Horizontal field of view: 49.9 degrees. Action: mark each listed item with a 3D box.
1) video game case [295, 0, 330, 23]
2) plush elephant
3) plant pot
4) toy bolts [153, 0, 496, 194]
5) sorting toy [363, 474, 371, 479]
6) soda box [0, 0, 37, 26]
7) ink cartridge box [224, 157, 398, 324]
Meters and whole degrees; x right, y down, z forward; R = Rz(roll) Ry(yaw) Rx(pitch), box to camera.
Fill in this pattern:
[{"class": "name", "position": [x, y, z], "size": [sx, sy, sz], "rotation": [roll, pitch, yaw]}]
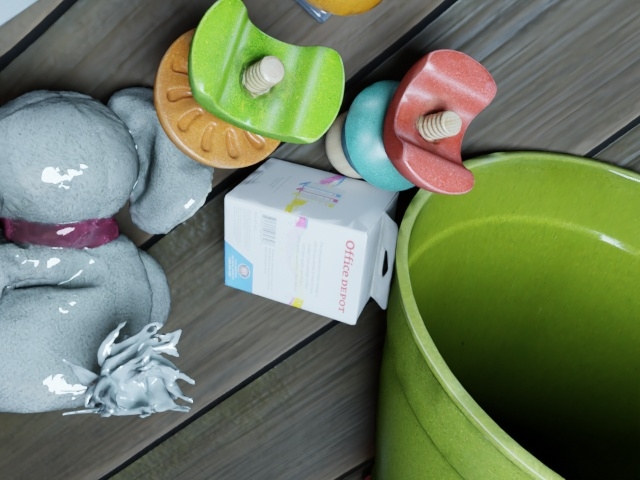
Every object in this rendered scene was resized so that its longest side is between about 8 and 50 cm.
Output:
[{"class": "video game case", "position": [0.022, -0.317, 0.467], "size": [0.196, 0.026, 0.274], "rotation": [37, 113, -23]}, {"class": "plush elephant", "position": [-0.225, -0.001, 0.540], "size": [0.330, 0.255, 0.272], "rotation": [-7, 173, 39]}, {"class": "plant pot", "position": [0.199, 0.170, 0.621], "size": [0.367, 0.366, 0.353], "rotation": [8, 134, -8]}, {"class": "toy bolts", "position": [0.006, -0.131, 0.524], "size": [0.228, 0.158, 0.218], "rotation": [25, 78, -25]}, {"class": "sorting toy", "position": [0.159, 0.372, 0.892], "size": [0.132, 0.046, 0.274], "rotation": [-22, 120, 10]}, {"class": "soda box", "position": [-0.263, -0.194, 0.491], "size": [0.286, 0.091, 0.098], "rotation": [-27, 119, 13]}, {"class": "ink cartridge box", "position": [0.000, 0.000, 0.597], "size": [0.143, 0.090, 0.092], "rotation": [16, 123, 16]}]
